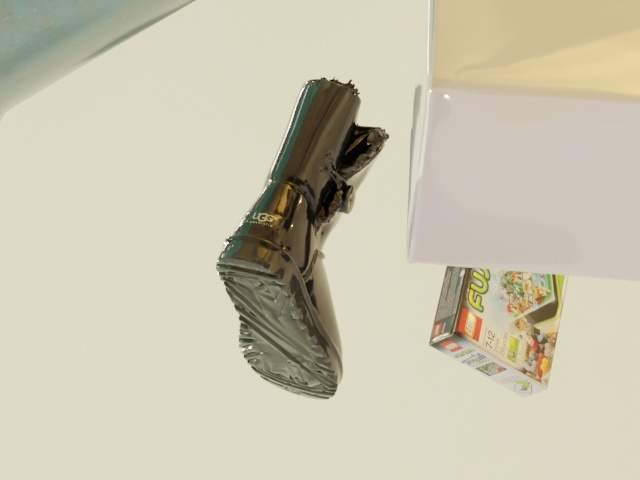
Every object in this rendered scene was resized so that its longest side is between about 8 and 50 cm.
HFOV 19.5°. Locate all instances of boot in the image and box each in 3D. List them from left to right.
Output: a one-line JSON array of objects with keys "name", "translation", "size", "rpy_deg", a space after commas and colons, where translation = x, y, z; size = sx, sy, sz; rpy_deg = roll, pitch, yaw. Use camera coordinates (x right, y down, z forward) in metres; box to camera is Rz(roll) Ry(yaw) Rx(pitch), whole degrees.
[{"name": "boot", "translation": [0.000, 0.000, 1.629], "size": [0.094, 0.246, 0.207], "rpy_deg": [14, -121, 23]}]

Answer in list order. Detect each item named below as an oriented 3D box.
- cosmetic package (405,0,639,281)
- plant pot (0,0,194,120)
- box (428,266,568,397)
[{"name": "cosmetic package", "translation": [0.234, -0.089, 1.034], "size": [0.365, 0.155, 0.197], "rpy_deg": [5, -130, 3]}, {"name": "plant pot", "translation": [-0.132, -0.218, 0.799], "size": [0.334, 0.341, 0.341], "rpy_deg": [-25, -142, -4]}, {"name": "box", "translation": [0.170, 0.026, 1.689], "size": [0.036, 0.114, 0.207], "rpy_deg": [-28, -140, 50]}]
